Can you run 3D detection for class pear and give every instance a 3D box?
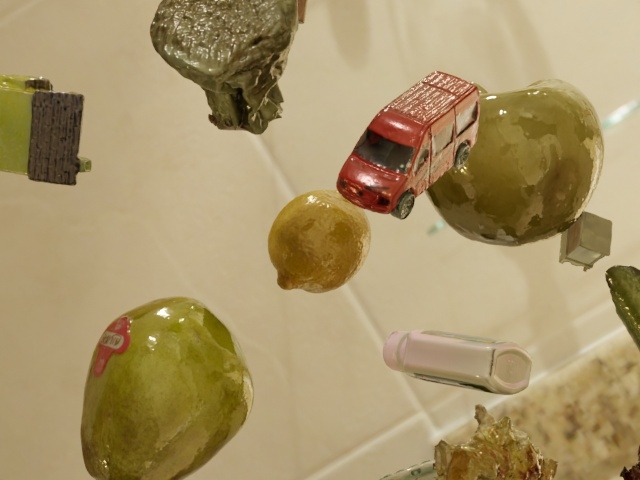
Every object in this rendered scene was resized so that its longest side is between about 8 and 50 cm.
[{"bbox_3d":[-0.273,0.281,1.728,0.287,0.287,0.375,137,155,-67],"label":"pear"}]

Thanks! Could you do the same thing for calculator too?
[{"bbox_3d":[0.156,0.515,2.130,0.184,0.042,0.295,-16,-20,-19],"label":"calculator"}]

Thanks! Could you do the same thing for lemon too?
[{"bbox_3d":[0.000,0.000,1.910,0.244,0.187,0.187,-55,6,-25],"label":"lemon"}]

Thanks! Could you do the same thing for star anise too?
[{"bbox_3d":[0.529,0.330,1.627,0.157,0.053,0.212,-50,-25,-26],"label":"star anise"}]

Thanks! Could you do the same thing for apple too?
[{"bbox_3d":[0.295,-0.120,1.644,0.295,0.257,0.233,4,20,30],"label":"apple"}]

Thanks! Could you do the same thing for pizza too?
[{"bbox_3d":[0.288,0.392,1.675,0.089,0.223,0.323,-15,11,44],"label":"pizza"}]

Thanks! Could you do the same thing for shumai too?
[{"bbox_3d":[-0.136,-0.310,1.624,0.222,0.225,0.260,70,-142,-66],"label":"shumai"}]

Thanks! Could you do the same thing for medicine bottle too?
[{"bbox_3d":[0.192,0.175,1.507,0.219,0.078,0.115,4,-8,44],"label":"medicine bottle"}]

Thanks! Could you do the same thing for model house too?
[{"bbox_3d":[-0.530,-0.218,2.011,0.211,0.193,0.170,13,10,23],"label":"model house"}]

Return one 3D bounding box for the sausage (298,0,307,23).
[{"bbox_3d":[-0.038,-0.528,2.222,0.026,0.116,0.026,9,-2,0],"label":"sausage"}]

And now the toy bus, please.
[{"bbox_3d":[0.097,-0.103,1.097,0.195,0.081,0.089,-40,-34,-41],"label":"toy bus"}]

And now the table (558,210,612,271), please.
[{"bbox_3d":[0.493,0.004,1.907,0.083,0.062,0.079,126,161,-58],"label":"table"}]

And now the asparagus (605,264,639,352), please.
[{"bbox_3d":[0.699,0.215,2.054,0.128,0.381,0.108,-11,-25,-39],"label":"asparagus"}]
